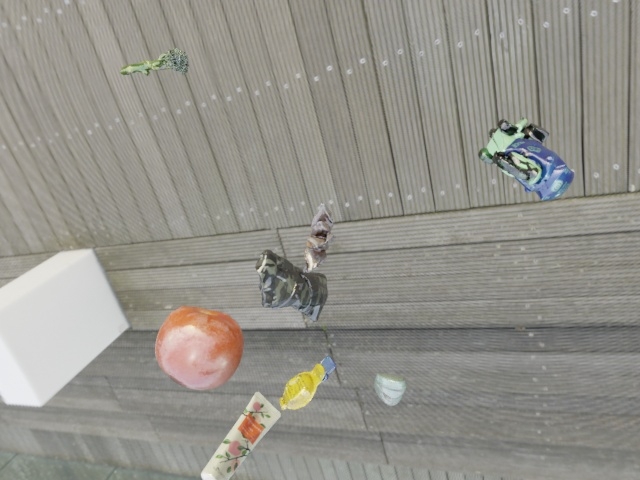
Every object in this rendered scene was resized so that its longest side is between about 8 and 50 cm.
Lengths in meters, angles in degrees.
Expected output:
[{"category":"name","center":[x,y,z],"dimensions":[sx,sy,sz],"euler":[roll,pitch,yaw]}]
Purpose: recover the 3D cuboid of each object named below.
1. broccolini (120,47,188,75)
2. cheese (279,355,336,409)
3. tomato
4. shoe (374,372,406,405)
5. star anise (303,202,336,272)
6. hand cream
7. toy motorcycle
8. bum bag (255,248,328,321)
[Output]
[{"category":"broccolini","center":[-0.405,-0.431,1.154],"dimensions":[0.216,0.067,0.058],"euler":[8,82,33]},{"category":"cheese","center":[-0.046,0.517,1.716],"dimensions":[0.250,0.156,0.064],"euler":[-41,119,-1]},{"category":"tomato","center":[-0.292,0.260,1.143],"dimensions":[0.208,0.208,0.185],"euler":[13,88,14]},{"category":"shoe","center":[0.231,0.505,1.611],"dimensions":[0.103,0.251,0.100],"euler":[10,76,7]},{"category":"star anise","center":[0.000,0.000,1.172],"dimensions":[0.065,0.195,0.182],"euler":[12,157,-2]},{"category":"hand cream","center":[-0.173,0.431,1.006],"dimensions":[0.080,0.234,0.050],"euler":[47,136,-4]},{"category":"toy motorcycle","center":[0.496,-0.197,1.148],"dimensions":[0.196,0.331,0.125],"euler":[28,120,1]},{"category":"bum bag","center":[-0.068,0.134,1.304],"dimensions":[0.095,0.340,0.144],"euler":[-4,71,29]}]
